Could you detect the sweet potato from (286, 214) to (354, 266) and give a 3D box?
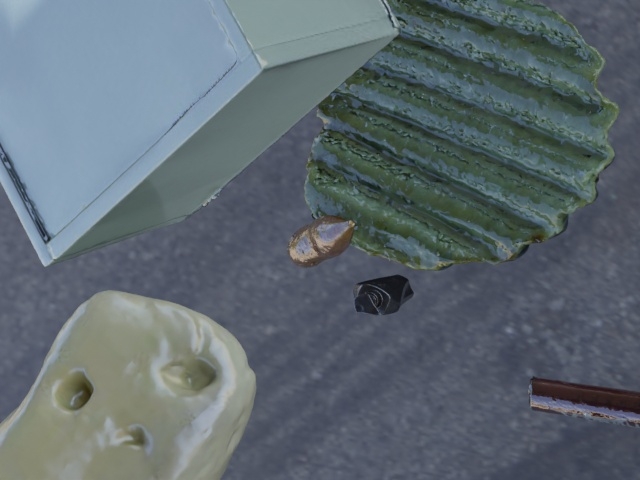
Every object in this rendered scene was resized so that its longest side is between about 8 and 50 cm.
[{"bbox_3d":[-0.003,0.002,1.812,0.065,0.218,0.051,-34,92,-16],"label":"sweet potato"}]

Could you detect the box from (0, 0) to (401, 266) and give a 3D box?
[{"bbox_3d":[-0.103,-0.141,0.819,0.225,0.117,0.225,-36,79,45],"label":"box"}]

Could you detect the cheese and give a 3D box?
[{"bbox_3d":[-0.161,0.162,1.099,0.159,0.093,0.263,32,76,7],"label":"cheese"}]

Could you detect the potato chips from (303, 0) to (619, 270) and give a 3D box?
[{"bbox_3d":[0.157,-0.135,1.836,0.429,0.070,0.358,23,104,32],"label":"potato chips"}]

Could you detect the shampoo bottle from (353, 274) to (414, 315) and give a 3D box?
[{"bbox_3d":[0.059,0.053,1.451,0.048,0.137,0.027,24,101,14],"label":"shampoo bottle"}]

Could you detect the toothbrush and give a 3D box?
[{"bbox_3d":[0.374,0.175,1.470,0.364,0.041,0.041,6,80,30],"label":"toothbrush"}]
